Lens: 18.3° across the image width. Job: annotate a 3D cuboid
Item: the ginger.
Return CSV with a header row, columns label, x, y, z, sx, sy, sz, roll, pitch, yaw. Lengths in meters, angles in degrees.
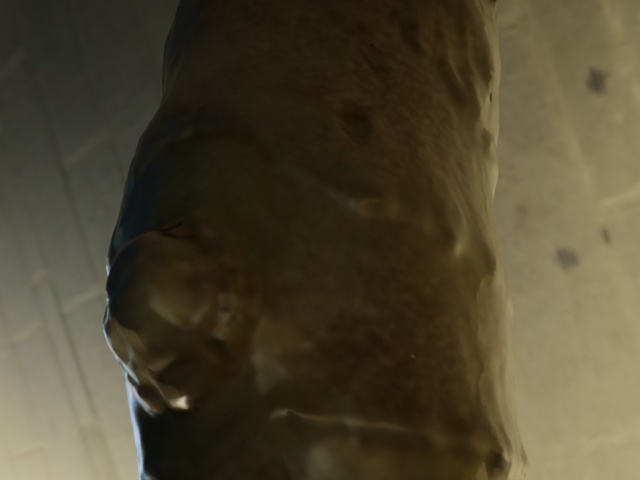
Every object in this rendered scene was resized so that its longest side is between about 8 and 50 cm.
label,x,y,z,sx,sy,sz,roll,pitch,yaw
ginger,0.000,0.000,0.668,0.126,0.190,0.354,-28,45,31
